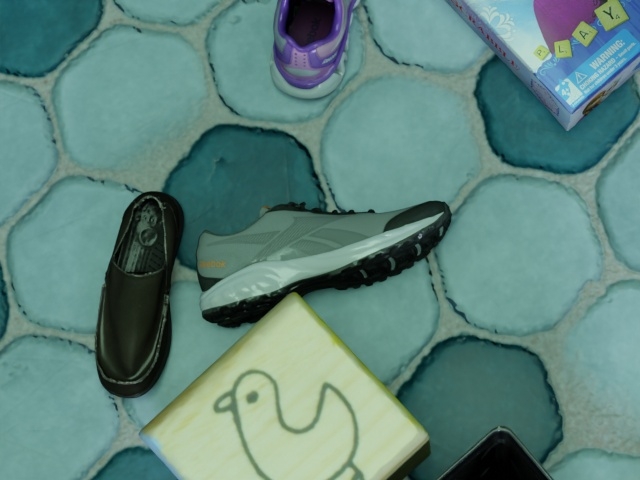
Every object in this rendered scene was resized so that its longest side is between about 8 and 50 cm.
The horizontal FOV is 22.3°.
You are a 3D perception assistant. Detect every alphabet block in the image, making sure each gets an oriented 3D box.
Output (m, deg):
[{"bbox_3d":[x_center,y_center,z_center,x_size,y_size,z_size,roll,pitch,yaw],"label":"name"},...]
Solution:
[{"bbox_3d":[-0.027,0.193,1.556,0.197,0.193,0.192,-43,79,-5],"label":"alphabet block"}]

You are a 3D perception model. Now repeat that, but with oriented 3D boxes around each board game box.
[{"bbox_3d":[0.272,-0.336,1.710,0.318,0.066,0.318,-41,77,-5],"label":"board game box"}]

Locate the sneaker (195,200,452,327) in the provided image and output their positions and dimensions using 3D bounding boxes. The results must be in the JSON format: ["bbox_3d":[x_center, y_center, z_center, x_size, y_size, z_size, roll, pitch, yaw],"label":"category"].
[{"bbox_3d":[0.000,0.000,1.646,0.271,0.100,0.108,-16,72,2],"label":"sneaker"}]

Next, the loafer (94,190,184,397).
[{"bbox_3d":[-0.192,0.050,1.659,0.080,0.078,0.220,4,78,6],"label":"loafer"}]

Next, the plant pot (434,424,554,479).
[{"bbox_3d":[0.162,0.312,1.525,0.188,0.167,0.187,-40,75,-5],"label":"plant pot"}]

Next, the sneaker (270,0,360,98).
[{"bbox_3d":[0.000,-0.272,1.701,0.095,0.104,0.236,8,77,8],"label":"sneaker"}]
